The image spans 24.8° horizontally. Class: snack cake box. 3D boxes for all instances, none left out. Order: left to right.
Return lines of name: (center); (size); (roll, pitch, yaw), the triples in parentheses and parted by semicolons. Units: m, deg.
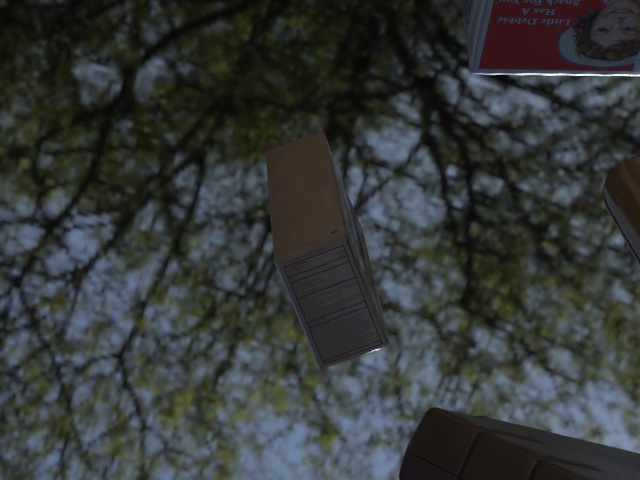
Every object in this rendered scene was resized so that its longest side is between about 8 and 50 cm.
snack cake box: (0.275, -0.234, 1.360); (0.264, 0.152, 0.089); (0, -124, -4)

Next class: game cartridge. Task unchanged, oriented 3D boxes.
game cartridge: (0.222, 0.177, 0.825); (0.230, 0.068, 0.355); (17, 178, 39)

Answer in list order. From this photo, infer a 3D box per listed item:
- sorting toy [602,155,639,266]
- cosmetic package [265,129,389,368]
sorting toy: (0.264, -0.020, 0.739); (0.208, 0.038, 0.193); (-13, -153, 2)
cosmetic package: (0.000, 0.000, 1.146); (0.060, 0.099, 0.239); (-18, -159, 4)
